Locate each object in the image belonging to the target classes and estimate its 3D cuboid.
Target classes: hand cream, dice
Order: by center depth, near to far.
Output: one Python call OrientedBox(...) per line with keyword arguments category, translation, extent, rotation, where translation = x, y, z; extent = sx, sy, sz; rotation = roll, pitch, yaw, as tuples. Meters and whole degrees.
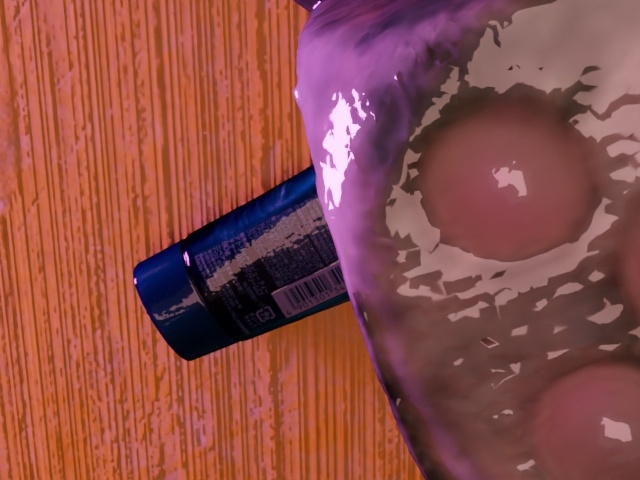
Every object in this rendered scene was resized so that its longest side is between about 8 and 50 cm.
OrientedBox(category="dice", translation=(0.188, -0.038, 0.837), extent=(0.348, 0.328, 0.330), rotation=(-23, 106, 14))
OrientedBox(category="hand cream", translation=(0.000, 0.000, 1.057), extent=(0.271, 0.061, 0.120), rotation=(-25, 107, 15))

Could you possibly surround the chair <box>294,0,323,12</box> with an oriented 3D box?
OrientedBox(category="chair", translation=(0.030, -0.233, 0.927), extent=(0.104, 0.095, 0.221), rotation=(38, 115, 4))
